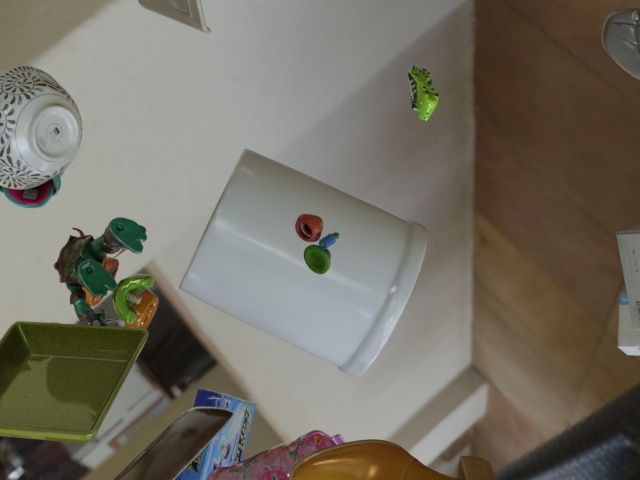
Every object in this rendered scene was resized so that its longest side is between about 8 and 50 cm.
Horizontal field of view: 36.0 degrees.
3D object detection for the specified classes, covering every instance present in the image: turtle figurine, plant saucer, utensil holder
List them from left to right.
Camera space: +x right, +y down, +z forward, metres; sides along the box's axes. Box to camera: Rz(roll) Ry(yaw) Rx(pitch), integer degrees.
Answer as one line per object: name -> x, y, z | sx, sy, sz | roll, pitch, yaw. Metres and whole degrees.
plant saucer -> -0.319, 0.176, 1.182 | 0.188, 0.188, 0.045 | -70, -22, -54
turtle figurine -> -0.319, 0.043, 1.403 | 0.118, 0.175, 0.234 | 19, 162, -17
plant saucer -> -0.235, 0.310, 1.233 | 0.050, 0.310, 0.310 | 46, 171, 0
utensil holder -> -0.038, 0.039, 1.908 | 0.385, 0.327, 0.327 | 25, 173, -8

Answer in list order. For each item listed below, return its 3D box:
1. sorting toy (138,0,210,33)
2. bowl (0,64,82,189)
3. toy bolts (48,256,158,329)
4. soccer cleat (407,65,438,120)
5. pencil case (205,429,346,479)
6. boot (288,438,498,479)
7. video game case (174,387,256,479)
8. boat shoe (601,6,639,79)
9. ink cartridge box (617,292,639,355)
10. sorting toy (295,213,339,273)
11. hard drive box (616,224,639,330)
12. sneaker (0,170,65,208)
sorting toy -> -0.247, -0.441, 1.585 | 0.348, 0.047, 0.196 | 29, 146, 38
bowl -> -0.378, -0.148, 1.323 | 0.080, 0.170, 0.170 | 11, 147, 38
toy bolts -> -0.440, 0.150, 1.929 | 0.158, 0.228, 0.218 | 25, 169, 6
soccer cleat -> 0.223, -0.336, 2.232 | 0.060, 0.072, 0.179 | 13, -147, -15
pencil case -> -0.075, 0.409, 1.671 | 0.284, 0.124, 0.124 | -31, 102, 38
boot -> 0.111, 0.359, 1.246 | 0.211, 0.295, 0.104 | -98, 11, -61
video game case -> -0.218, 0.446, 1.998 | 0.061, 0.269, 0.244 | 11, 169, 14
boat shoe -> 0.587, -0.285, 1.531 | 0.324, 0.123, 0.116 | 17, -162, -3
ink cartridge box -> 0.714, 0.195, 2.180 | 0.090, 0.143, 0.092 | -2, 161, 32
sorting toy -> 0.000, 0.000, 1.570 | 0.061, 0.042, 0.102 | -4, 111, 43
hard drive box -> 0.624, 0.058, 1.641 | 0.232, 0.089, 0.181 | -4, 100, 59
sneaker -> -0.566, -0.137, 1.958 | 0.295, 0.124, 0.178 | 101, 170, -67
